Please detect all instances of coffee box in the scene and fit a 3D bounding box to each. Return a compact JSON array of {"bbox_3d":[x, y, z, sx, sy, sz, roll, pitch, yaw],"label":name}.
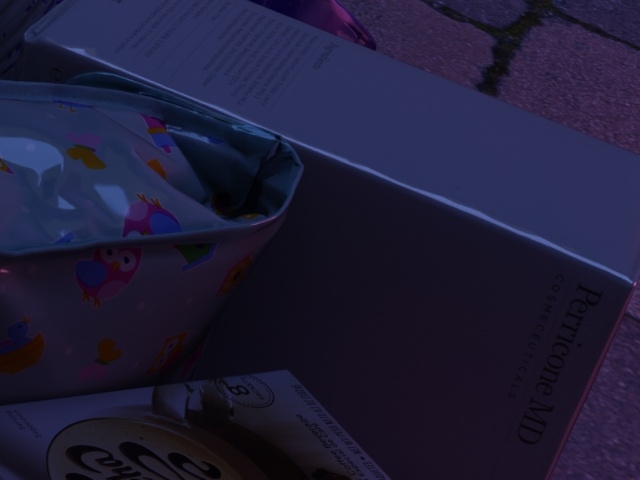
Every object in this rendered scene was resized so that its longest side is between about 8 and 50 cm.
[{"bbox_3d":[-0.100,0.169,0.974,0.297,0.119,0.168,-4,37,-42],"label":"coffee box"}]

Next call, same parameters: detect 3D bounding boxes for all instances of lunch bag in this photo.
[{"bbox_3d":[-0.148,0.031,1.082,0.262,0.223,0.160,-7,45,-46],"label":"lunch bag"}]

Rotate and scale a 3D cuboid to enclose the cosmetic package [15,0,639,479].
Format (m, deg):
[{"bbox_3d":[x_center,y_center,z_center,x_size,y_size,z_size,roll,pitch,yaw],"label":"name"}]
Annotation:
[{"bbox_3d":[0.000,0.000,1.238,0.385,0.217,0.156,22,33,9],"label":"cosmetic package"}]

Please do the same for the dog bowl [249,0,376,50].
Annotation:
[{"bbox_3d":[-0.089,-0.185,1.544,0.265,0.104,0.265,36,-2,1],"label":"dog bowl"}]

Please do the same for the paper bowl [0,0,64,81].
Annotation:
[{"bbox_3d":[-0.271,-0.182,1.310,0.284,0.284,0.148,44,-9,37],"label":"paper bowl"}]
